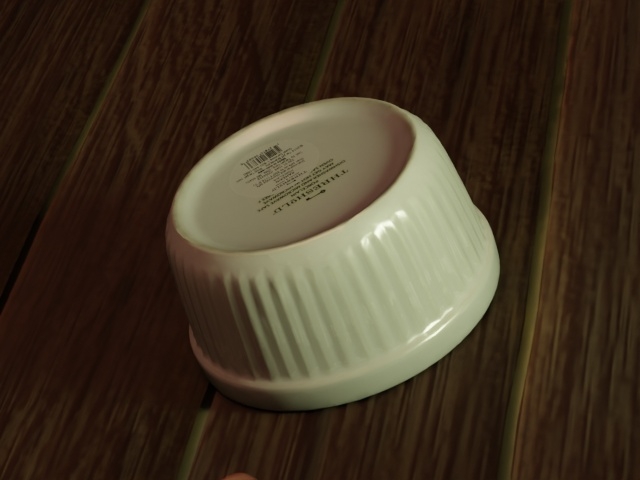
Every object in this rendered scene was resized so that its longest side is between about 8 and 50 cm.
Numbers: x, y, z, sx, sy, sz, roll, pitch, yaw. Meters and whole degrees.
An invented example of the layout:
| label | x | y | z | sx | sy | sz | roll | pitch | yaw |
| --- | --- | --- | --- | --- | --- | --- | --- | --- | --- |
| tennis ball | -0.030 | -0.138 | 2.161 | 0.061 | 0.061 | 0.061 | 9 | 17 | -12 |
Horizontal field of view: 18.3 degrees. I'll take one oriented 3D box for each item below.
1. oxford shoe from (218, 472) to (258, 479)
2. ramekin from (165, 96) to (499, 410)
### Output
| label | x | y | z | sx | sy | sz | roll | pitch | yaw |
| --- | --- | --- | --- | --- | --- | --- | --- | --- | --- |
| oxford shoe | -0.079 | 0.257 | 0.956 | 0.130 | 0.123 | 0.348 | 21 | 46 | 14 |
| ramekin | 0.000 | 0.000 | 1.253 | 0.207 | 0.109 | 0.207 | -16 | 33 | 11 |
